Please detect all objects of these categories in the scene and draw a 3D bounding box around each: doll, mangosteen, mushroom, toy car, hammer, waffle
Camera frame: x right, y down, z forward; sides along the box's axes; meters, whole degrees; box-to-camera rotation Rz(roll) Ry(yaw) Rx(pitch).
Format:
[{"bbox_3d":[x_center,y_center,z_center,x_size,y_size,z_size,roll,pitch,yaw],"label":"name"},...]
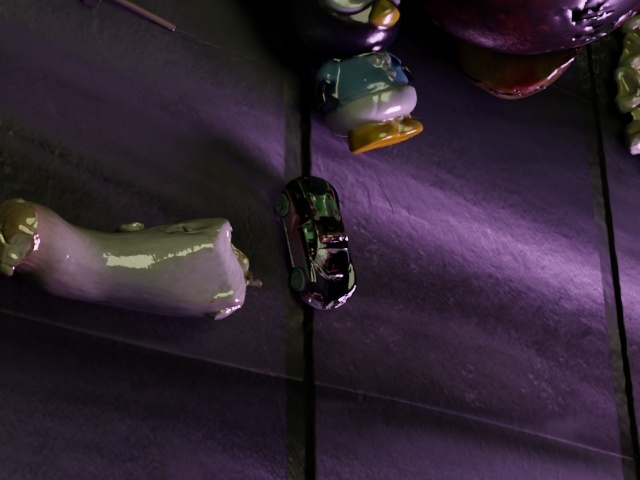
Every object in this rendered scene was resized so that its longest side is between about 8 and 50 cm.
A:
[{"bbox_3d":[0.023,-0.254,1.511,0.177,0.141,0.314,-19,88,-45],"label":"doll"},{"bbox_3d":[0.234,-0.381,1.609,0.381,0.421,0.381,3,63,-7],"label":"mangosteen"},{"bbox_3d":[-0.175,0.018,1.240,0.278,0.096,0.099,8,63,-34],"label":"mushroom"},{"bbox_3d":[0.000,0.000,1.427,0.069,0.055,0.142,1,68,-37],"label":"toy car"},{"bbox_3d":[-0.193,-0.237,1.404,0.110,0.019,0.035,25,55,-37],"label":"hammer"},{"bbox_3d":[0.529,-0.180,1.974,0.309,0.056,0.292,27,54,-28],"label":"waffle"}]
